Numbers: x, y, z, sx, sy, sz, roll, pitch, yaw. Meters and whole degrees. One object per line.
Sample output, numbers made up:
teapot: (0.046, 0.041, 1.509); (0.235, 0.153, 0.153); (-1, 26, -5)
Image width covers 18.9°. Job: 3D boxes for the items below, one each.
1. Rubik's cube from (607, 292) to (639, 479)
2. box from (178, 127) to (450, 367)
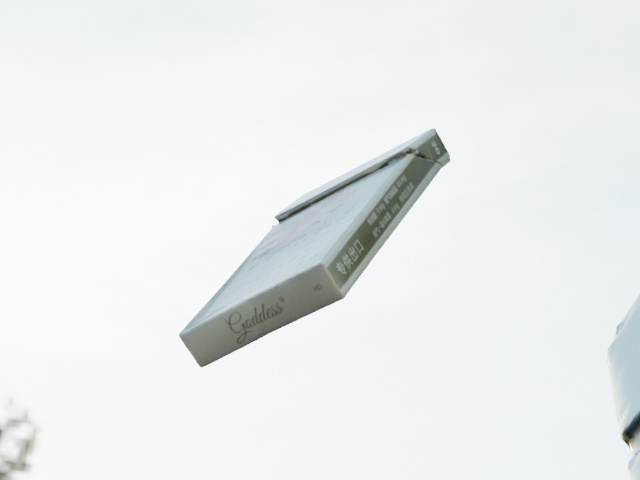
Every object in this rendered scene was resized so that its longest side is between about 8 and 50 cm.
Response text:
Rubik's cube: (0.339, 0.078, 0.983); (0.283, 0.293, 0.288); (17, -56, -14)
box: (0.000, 0.000, 1.127); (0.109, 0.198, 0.029); (-27, -77, 31)
